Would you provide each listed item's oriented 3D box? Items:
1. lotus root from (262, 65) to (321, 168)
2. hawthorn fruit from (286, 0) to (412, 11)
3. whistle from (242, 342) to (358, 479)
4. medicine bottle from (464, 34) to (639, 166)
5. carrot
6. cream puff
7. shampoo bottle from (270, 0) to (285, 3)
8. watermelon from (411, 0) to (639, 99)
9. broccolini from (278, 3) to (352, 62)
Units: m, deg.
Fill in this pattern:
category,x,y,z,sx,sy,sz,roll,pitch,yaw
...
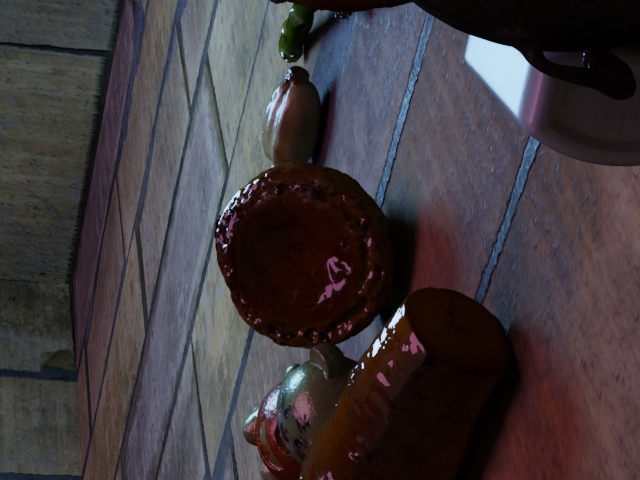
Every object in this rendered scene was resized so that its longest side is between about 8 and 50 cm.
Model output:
category,x,y,z,sx,sy,sz,roll,pitch,yaw
lotus root,-0.032,-0.131,2.127,0.073,0.062,0.150,44,133,43
hawthorn fruit,0.007,-0.399,1.477,0.403,0.402,0.403,-175,90,-76
whistle,-0.009,0.185,1.799,0.131,0.106,0.288,65,156,7
medicine bottle,0.163,-0.123,1.217,0.229,0.121,0.083,-117,34,-66
carrot,0.061,0.174,1.521,0.139,0.138,0.302,-103,30,-51
cream puff,0.000,0.000,1.800,0.169,0.183,0.183,-42,-36,-68
shampoo bottle,-0.006,-0.364,2.036,0.227,0.056,0.086,-56,3,46
watermelon,0.140,-0.262,1.048,0.279,0.278,0.359,156,121,-74
broccolini,0.007,-0.255,2.061,0.392,0.078,0.074,128,136,-78
